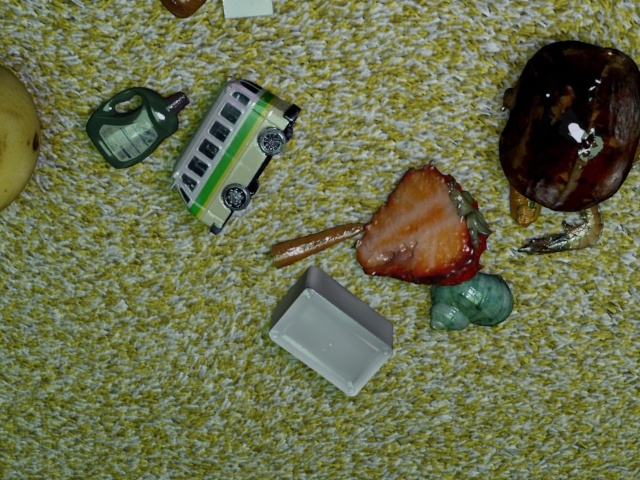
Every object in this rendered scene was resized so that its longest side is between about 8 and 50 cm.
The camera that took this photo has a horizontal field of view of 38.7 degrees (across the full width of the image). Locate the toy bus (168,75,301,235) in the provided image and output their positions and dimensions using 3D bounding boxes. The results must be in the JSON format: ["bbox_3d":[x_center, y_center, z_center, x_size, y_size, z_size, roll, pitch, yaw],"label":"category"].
[{"bbox_3d":[-0.189,-0.181,1.913,0.179,0.143,0.305,33,108,-5],"label":"toy bus"}]

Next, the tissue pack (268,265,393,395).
[{"bbox_3d":[0.026,0.203,2.033,0.246,0.136,0.159,38,107,-10],"label":"tissue pack"}]

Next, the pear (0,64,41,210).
[{"bbox_3d":[-0.737,-0.204,1.836,0.348,0.348,0.348,1,108,3],"label":"pear"}]

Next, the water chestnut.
[{"bbox_3d":[0.525,-0.211,1.766,0.347,0.335,0.335,12,109,-3],"label":"water chestnut"}]

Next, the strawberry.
[{"bbox_3d":[0.240,0.005,1.942,0.280,0.150,0.253,-52,58,21],"label":"strawberry"}]

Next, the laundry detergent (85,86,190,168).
[{"bbox_3d":[-0.380,-0.258,1.932,0.221,0.078,0.144,-34,101,14],"label":"laundry detergent"}]

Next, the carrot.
[{"bbox_3d":[0.000,0.000,2.014,0.224,0.057,0.057,-20,106,6],"label":"carrot"}]

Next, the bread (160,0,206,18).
[{"bbox_3d":[-0.284,-0.529,1.855,0.126,0.044,0.129,-37,100,12],"label":"bread"}]

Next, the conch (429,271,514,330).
[{"bbox_3d":[0.327,0.135,2.003,0.188,0.122,0.176,-14,131,12],"label":"conch"}]

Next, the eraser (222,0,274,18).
[{"bbox_3d":[-0.152,-0.531,1.855,0.104,0.023,0.150,-5,107,2],"label":"eraser"}]

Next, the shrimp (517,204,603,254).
[{"bbox_3d":[0.514,-0.042,1.973,0.195,0.035,0.148,-11,110,0],"label":"shrimp"}]

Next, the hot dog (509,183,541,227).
[{"bbox_3d":[0.440,-0.118,1.944,0.072,0.055,0.188,-3,109,6],"label":"hot dog"}]
